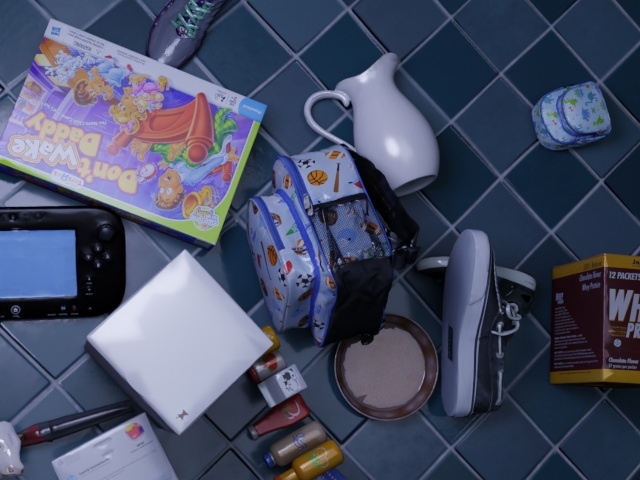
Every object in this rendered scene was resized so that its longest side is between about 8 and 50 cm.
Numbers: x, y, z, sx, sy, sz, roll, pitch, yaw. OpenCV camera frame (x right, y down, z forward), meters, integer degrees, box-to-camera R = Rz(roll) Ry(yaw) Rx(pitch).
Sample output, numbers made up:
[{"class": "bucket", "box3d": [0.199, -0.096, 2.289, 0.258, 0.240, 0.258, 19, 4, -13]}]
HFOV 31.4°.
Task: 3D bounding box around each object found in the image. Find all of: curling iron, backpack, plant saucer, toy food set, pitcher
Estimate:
[{"class": "curling iron", "box3d": [-0.401, 0.293, 1.652, 0.274, 0.035, 0.068, -23, 85, -13]}, {"class": "backpack", "box3d": [0.000, 0.000, 1.677, 0.213, 0.276, 0.263, -5, 59, -15]}, {"class": "plant saucer", "box3d": [0.101, 0.197, 1.782, 0.169, 0.029, 0.168, 2, 83, -13]}, {"class": "toy food set", "box3d": [-0.069, 0.252, 1.694, 0.105, 0.111, 0.232, -28, 83, -13]}, {"class": "pitcher", "box3d": [0.082, -0.167, 1.791, 0.178, 0.125, 0.207, -24, 77, 6]}, {"class": "backpack", "box3d": [0.414, -0.207, 1.879, 0.114, 0.084, 0.105, -15, 84, -11]}]

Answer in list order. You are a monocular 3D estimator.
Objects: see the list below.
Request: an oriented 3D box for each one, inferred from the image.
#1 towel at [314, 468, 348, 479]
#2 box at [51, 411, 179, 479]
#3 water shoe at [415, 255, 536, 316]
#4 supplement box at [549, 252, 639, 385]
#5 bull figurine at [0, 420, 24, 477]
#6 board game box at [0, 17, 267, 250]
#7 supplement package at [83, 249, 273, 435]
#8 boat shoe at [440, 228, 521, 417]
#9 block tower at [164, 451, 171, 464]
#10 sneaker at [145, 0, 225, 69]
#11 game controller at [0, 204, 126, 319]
[{"class": "towel", "box3d": [-0.007, 0.513, 1.655, 0.243, 0.040, 0.336, 44, 60, -13]}, {"class": "box", "box3d": [-0.267, 0.354, 1.577, 0.145, 0.038, 0.186, -27, 91, -16]}, {"class": "water shoe", "box3d": [0.247, 0.075, 1.809, 0.203, 0.073, 0.080, 11, 83, -11]}, {"class": "supplement box", "box3d": [0.460, 0.131, 1.788, 0.129, 0.191, 0.194, 5, 81, -12]}, {"class": "bull figurine", "box3d": [-0.554, 0.319, 1.561, 0.310, 0.101, 0.188, 11, 80, 9]}, {"class": "board game box", "box3d": [-0.284, -0.156, 1.717, 0.347, 0.078, 0.233, 21, 79, -9]}, {"class": "supplement package", "box3d": [-0.206, 0.146, 1.584, 0.175, 0.293, 0.177, -43, 94, -14]}, {"class": "boat shoe", "box3d": [0.252, 0.129, 1.744, 0.105, 0.113, 0.306, -3, 104, -13]}, {"class": "block tower", "box3d": [-0.207, 0.461, 1.644, 0.091, 0.097, 0.335, -24, 87, -15]}, {"class": "sneaker", "box3d": [-0.195, -0.363, 1.754, 0.083, 0.098, 0.223, 33, 77, -7]}, {"class": "game controller", "box3d": [-0.444, 0.032, 1.653, 0.319, 0.067, 0.166, -1, 93, -12]}]
